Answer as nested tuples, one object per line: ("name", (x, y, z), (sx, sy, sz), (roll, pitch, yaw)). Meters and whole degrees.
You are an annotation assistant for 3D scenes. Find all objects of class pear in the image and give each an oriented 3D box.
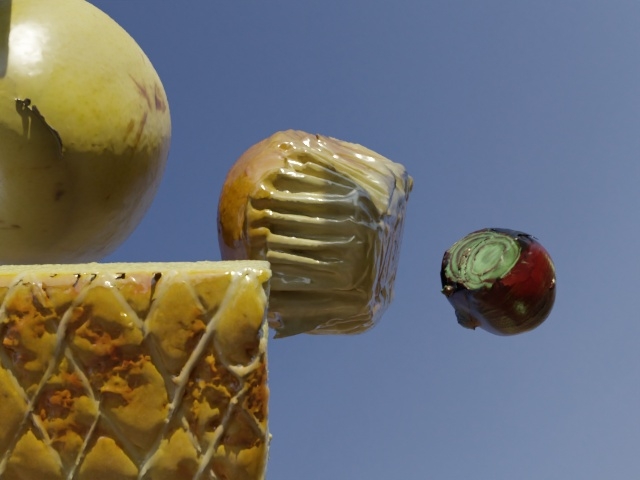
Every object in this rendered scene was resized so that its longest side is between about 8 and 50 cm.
("pear", (-0.302, -0.103, 0.911), (0.309, 0.309, 0.309), (-24, -42, -24))

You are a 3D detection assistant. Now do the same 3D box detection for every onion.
("onion", (0.176, 0.044, 0.883), (0.118, 0.117, 0.119), (-8, -65, -17))

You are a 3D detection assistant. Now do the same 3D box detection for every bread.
("bread", (-0.120, 0.076, 0.507), (0.188, 0.068, 0.126), (-1, -86, -1))
("bread", (0.002, -0.013, 1.055), (0.388, 0.183, 0.236), (4, -87, -81))
